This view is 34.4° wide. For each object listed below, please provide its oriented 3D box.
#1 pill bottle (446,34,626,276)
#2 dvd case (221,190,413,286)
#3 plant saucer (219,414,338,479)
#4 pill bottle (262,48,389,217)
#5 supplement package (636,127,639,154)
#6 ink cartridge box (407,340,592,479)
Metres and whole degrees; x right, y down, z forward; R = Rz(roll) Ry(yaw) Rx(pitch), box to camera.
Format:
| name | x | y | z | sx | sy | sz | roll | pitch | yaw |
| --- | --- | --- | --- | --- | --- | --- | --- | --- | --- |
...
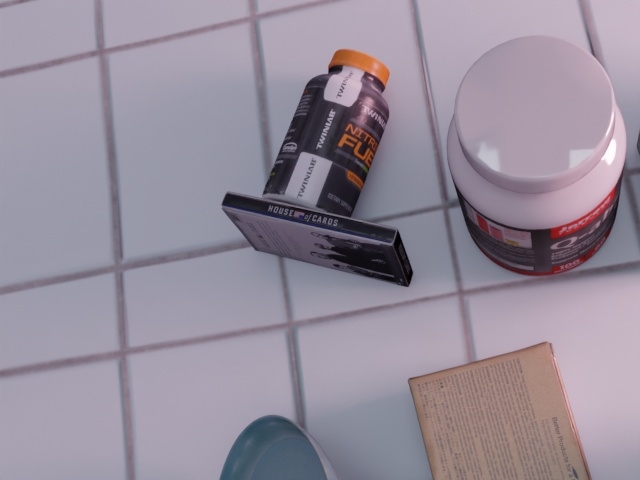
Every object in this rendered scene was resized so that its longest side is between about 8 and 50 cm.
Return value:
| name | x | y | z | sx | sy | sz | roll | pitch | yaw |
| --- | --- | --- | --- | --- | --- | --- | --- | --- | --- |
| pill bottle | 0.266 | -0.094 | 1.278 | 0.210 | 0.363 | 0.210 | -4 | 74 | 12 |
| dvd case | 0.000 | 0.000 | 1.411 | 0.239 | 0.179 | 0.029 | 14 | 74 | 16 |
| plant saucer | -0.048 | 0.378 | 1.294 | 0.044 | 0.318 | 0.317 | 7 | 70 | -31 |
| pill bottle | 0.018 | -0.147 | 1.475 | 0.131 | 0.130 | 0.245 | 17 | 79 | 17 |
| supplement package | 0.567 | -0.116 | 1.303 | 0.263 | 0.198 | 0.199 | -20 | 70 | 7 |
| ink cartridge box | 0.234 | 0.270 | 1.327 | 0.193 | 0.088 | 0.234 | -15 | 71 | 7 |
